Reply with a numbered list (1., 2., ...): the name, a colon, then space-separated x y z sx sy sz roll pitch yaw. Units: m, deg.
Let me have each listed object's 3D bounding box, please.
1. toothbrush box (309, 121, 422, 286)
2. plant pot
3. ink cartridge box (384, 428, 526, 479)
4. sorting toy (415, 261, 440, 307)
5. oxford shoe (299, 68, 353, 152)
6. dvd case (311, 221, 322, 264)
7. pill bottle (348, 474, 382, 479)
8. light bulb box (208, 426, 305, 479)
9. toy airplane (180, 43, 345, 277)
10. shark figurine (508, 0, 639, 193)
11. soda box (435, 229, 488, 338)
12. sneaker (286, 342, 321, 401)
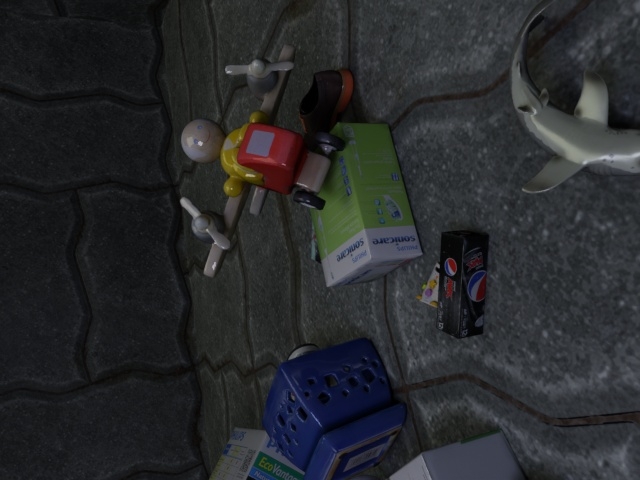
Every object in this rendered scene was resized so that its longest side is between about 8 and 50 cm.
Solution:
1. toothbrush box: 0.073 -0.069 1.076 0.206 0.122 0.283 139 124 -59
2. plant pot: 0.033 0.378 1.121 0.212 0.236 0.235 52 139 38
3. ink cartridge box: 0.198 0.404 0.856 0.219 0.160 0.092 115 142 -47
4. sorting toy: 0.209 0.079 0.927 0.083 0.045 0.075 19 92 62
5. oxford shoe: -0.016 -0.292 1.247 0.096 0.099 0.271 66 148 34
6. dvd case: 0.000 0.000 1.361 0.087 0.013 0.119 27 117 60
7. pill bottle: 0.141 0.612 0.986 0.319 0.177 0.176 27 118 59
8. light bulb box: -0.186 0.732 1.435 0.360 0.225 0.358 -62 12 -27
9. toy airplane: -0.150 -0.169 1.067 0.384 0.273 0.385 -53 27 39
10. shark figurine: 0.293 -0.156 0.651 0.166 0.116 0.278 -37 64 21
11. soda box: 0.231 0.070 0.854 0.060 0.053 0.168 20 113 61
12. sneaker: -0.029 0.424 1.357 0.178 0.124 0.295 -120 28 -50
